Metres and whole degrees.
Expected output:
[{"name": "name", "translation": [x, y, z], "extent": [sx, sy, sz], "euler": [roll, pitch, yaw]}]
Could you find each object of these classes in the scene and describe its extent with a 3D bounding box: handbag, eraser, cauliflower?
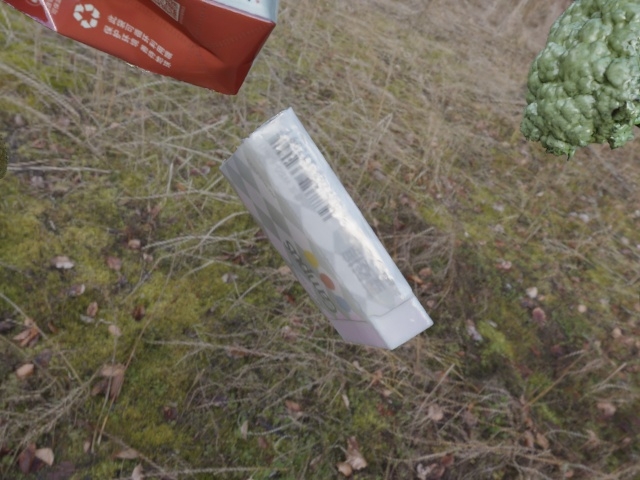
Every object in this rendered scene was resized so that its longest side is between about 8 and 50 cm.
[{"name": "handbag", "translation": [-0.192, -0.281, 0.503], "extent": [0.297, 0.151, 0.171], "euler": [11, 71, -25]}, {"name": "eraser", "translation": [0.000, -0.001, 0.841], "extent": [0.082, 0.213, 0.397], "euler": [-39, 100, -23]}, {"name": "cauliflower", "translation": [0.418, -0.215, 0.681], "extent": [0.250, 0.272, 0.275], "euler": [24, 16, -18]}]

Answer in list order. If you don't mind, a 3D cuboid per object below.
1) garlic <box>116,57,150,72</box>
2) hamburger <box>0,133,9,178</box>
[{"name": "garlic", "translation": [-0.222, -0.391, 0.769], "extent": [0.312, 0.286, 0.249], "euler": [11, 30, 7]}, {"name": "hamburger", "translation": [-0.533, -0.167, 0.703], "extent": [0.189, 0.215, 0.122], "euler": [24, 53, 19]}]
